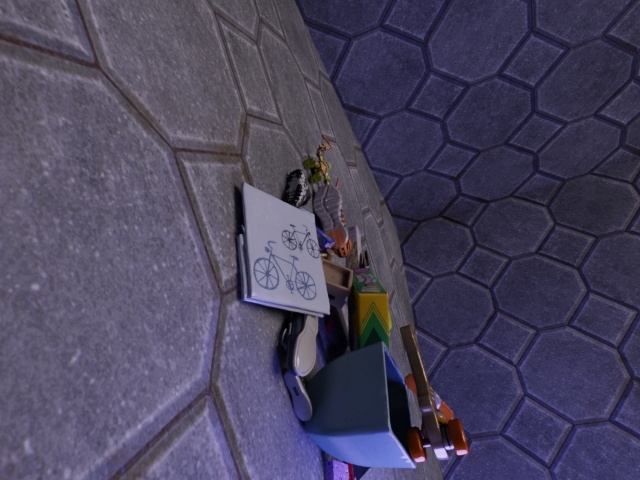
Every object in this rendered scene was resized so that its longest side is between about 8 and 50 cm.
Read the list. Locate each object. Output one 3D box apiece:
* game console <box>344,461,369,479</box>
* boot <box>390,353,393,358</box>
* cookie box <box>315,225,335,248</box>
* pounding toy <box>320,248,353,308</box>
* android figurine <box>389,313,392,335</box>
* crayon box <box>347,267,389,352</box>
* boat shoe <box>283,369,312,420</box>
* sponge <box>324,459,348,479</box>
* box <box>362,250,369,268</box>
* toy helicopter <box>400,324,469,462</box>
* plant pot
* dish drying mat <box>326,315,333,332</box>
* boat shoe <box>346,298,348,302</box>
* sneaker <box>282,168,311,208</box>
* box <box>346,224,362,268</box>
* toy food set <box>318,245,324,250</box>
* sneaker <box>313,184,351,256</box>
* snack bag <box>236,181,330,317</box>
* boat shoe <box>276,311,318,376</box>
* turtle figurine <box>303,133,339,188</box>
[{"bbox_3d":[0.144,0.622,1.480,0.386,0.060,0.343,31,45,-65],"label":"game console"},{"bbox_3d":[0.254,0.452,1.888,0.284,0.108,0.220,-78,149,-61],"label":"boot"},{"bbox_3d":[-0.008,-0.016,1.525,0.107,0.040,0.091,40,10,17],"label":"cookie box"},{"bbox_3d":[0.014,0.119,1.457,0.206,0.180,0.094,-75,-172,-60],"label":"pounding toy"},{"bbox_3d":[0.328,0.411,2.250,0.273,0.056,0.249,-10,84,-72],"label":"android figurine"},{"bbox_3d":[0.159,0.287,1.473,0.363,0.105,0.314,-106,-167,-81],"label":"crayon box"},{"bbox_3d":[-0.053,0.397,1.086,0.040,0.049,0.142,-30,101,-73],"label":"boat shoe"},{"bbox_3d":[0.050,0.724,1.138,0.117,0.031,0.210,54,26,-48],"label":"sponge"},{"bbox_3d":[0.213,0.172,2.005,0.164,0.021,0.202,-86,177,-66],"label":"box"},{"bbox_3d":[0.293,0.412,1.159,0.235,0.140,0.356,33,41,-68],"label":"toy helicopter"},{"bbox_3d":[0.097,0.465,1.146,0.247,0.252,0.248,-86,154,-47],"label":"plant pot"},{"bbox_3d":[0.034,0.304,1.509,0.083,0.008,0.032,-48,121,-71],"label":"dish drying mat"},{"bbox_3d":[0.191,0.244,1.820,0.301,0.102,0.108,37,66,-52],"label":"boat shoe"},{"bbox_3d":[-0.074,-0.153,1.467,0.234,0.078,0.106,-87,152,-51],"label":"sneaker"},{"bbox_3d":[0.164,0.061,2.042,0.324,0.067,0.063,-87,155,-45],"label":"box"},{"bbox_3d":[0.000,0.000,1.657,0.083,0.020,0.083,-81,150,-54],"label":"toy food set"},{"bbox_3d":[0.052,-0.069,1.761,0.180,0.124,0.322,68,12,-61],"label":"sneaker"},{"bbox_3d":[-0.102,0.027,1.145,0.323,0.037,0.343,22,51,-49],"label":"snack bag"},{"bbox_3d":[-0.062,0.266,1.124,0.255,0.078,0.095,-83,149,-57],"label":"boat shoe"},{"bbox_3d":[-0.003,-0.330,1.840,0.217,0.087,0.270,-33,115,-64],"label":"turtle figurine"}]
